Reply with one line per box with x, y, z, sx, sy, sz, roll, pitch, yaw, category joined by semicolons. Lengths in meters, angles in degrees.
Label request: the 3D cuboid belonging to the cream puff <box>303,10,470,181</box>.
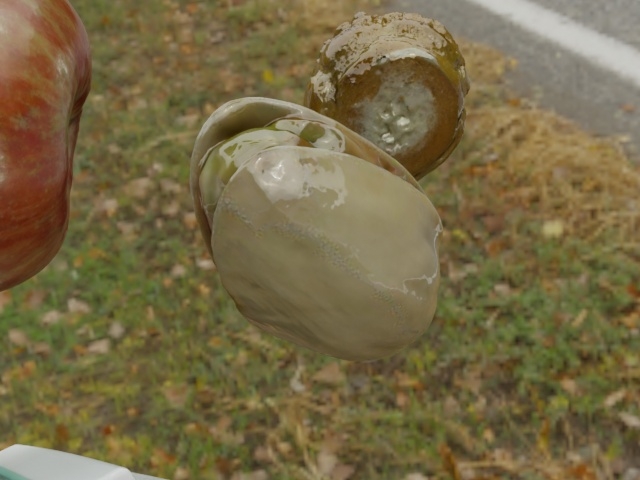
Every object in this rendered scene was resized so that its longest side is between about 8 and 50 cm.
0.050;-0.114;0.973;0.126;0.144;0.103;21;28;-21;cream puff

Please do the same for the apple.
-0.159;-0.050;0.486;0.131;0.146;0.146;9;22;-13;apple

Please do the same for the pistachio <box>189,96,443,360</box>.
0.000;0.000;0.807;0.144;0.215;0.144;-25;45;28;pistachio

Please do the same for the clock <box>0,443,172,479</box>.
-0.178;0.300;1.083;0.116;0.262;0.231;-30;14;-29;clock
